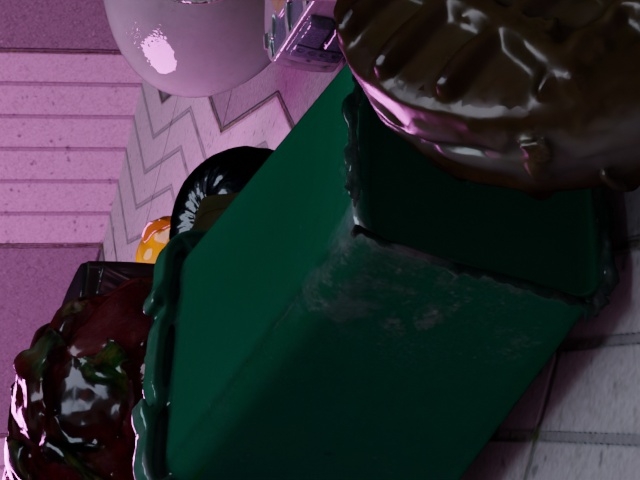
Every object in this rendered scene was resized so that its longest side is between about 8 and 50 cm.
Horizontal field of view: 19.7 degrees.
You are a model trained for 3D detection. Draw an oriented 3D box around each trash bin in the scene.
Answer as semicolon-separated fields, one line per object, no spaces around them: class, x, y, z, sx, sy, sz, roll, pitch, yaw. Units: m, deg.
trash bin;0.030;0.063;1.328;0.381;0.259;0.295;124;155;-48

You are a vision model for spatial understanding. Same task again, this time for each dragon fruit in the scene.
dragon fruit;-0.163;0.188;1.821;0.329;0.329;0.329;-167;90;-76

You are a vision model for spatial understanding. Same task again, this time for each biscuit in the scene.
biscuit;0.141;-0.161;1.138;0.366;0.268;0.115;-85;-29;-48

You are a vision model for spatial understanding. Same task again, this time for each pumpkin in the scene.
pumpkin;-0.085;-0.010;2.069;0.202;0.140;0.202;-24;58;47

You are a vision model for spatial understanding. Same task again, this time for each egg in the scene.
egg;-0.131;-0.366;2.286;0.276;0.276;0.389;-117;43;-69

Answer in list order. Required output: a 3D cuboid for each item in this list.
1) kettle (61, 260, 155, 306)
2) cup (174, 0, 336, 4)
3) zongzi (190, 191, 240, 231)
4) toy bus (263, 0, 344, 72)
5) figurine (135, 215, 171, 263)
kettle;-0.198;0.106;2.208;0.202;0.232;0.144;121;158;-52
cup;-0.007;-0.320;1.669;0.253;0.274;0.253;-5;83;47
zongzi;0.045;0.054;1.620;0.125;0.274;0.251;-76;-30;-50
toy bus;0.031;-0.302;1.983;0.342;0.097;0.138;131;142;-60
figurine;-0.182;0.045;2.460;0.246;0.131;0.156;98;172;-50
